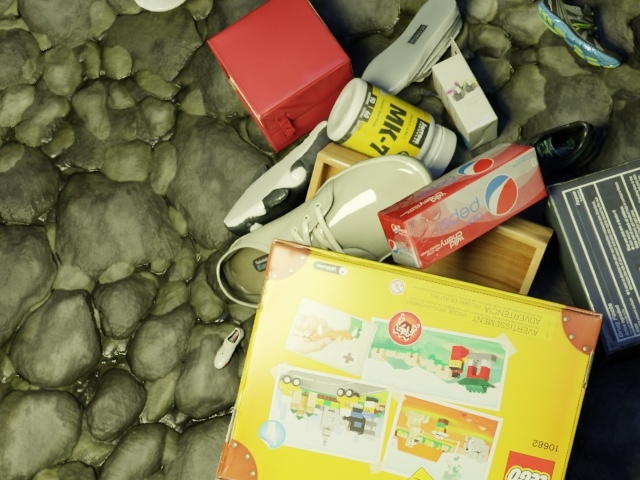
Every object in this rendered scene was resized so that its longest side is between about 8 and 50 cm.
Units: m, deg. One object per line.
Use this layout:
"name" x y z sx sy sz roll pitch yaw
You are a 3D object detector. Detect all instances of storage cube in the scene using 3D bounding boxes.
"storage cube" -0.062 -0.309 1.891 0.193 0.184 0.215 -34 73 -2

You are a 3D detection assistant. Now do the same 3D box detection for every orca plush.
"orca plush" -0.046 -0.102 1.906 0.287 0.102 0.151 -53 30 -16

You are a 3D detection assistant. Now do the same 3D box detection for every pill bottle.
"pill bottle" 0.127 -0.191 1.827 0.208 0.119 0.119 24 80 -17

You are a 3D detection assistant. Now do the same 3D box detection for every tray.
"tray" 0.169 0.001 1.780 0.411 0.076 0.203 23 120 13

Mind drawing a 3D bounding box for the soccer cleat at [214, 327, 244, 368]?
"soccer cleat" -0.166 0.192 1.858 0.029 0.035 0.083 33 83 15

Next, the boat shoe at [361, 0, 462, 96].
"boat shoe" 0.176 -0.333 1.908 0.258 0.084 0.095 -47 50 -6

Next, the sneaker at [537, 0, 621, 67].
"sneaker" 0.479 -0.387 1.883 0.078 0.067 0.188 -43 71 3

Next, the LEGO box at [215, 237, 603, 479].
"LEGO box" 0.134 0.231 1.571 0.500 0.193 0.373 13 90 7

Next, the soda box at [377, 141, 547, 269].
"soda box" 0.224 -0.058 1.621 0.263 0.083 0.092 -30 114 -20

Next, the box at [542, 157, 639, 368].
"box" 0.553 0.022 1.709 0.294 0.183 0.296 -17 73 3

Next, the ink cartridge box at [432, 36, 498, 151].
"ink cartridge box" 0.253 -0.264 1.869 0.061 0.104 0.181 -26 73 2

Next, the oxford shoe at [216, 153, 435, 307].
"oxford shoe" 0.000 0.000 1.739 0.449 0.130 0.169 -27 98 29

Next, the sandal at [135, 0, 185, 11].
"sandal" -0.274 -0.530 2.043 0.102 0.076 0.265 30 61 1

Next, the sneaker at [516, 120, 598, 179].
"sneaker" 0.362 -0.142 1.823 0.267 0.106 0.101 -27 75 3
